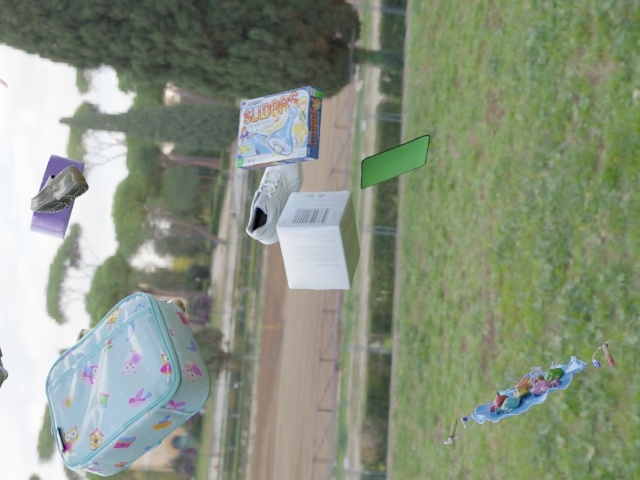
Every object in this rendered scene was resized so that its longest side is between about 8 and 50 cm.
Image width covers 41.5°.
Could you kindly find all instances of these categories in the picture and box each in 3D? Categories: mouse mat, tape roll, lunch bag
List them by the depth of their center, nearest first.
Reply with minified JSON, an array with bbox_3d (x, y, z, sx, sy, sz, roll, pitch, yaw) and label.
[{"bbox_3d":[-0.324,0.230,1.367,0.108,0.279,0.224,30,-154,-53],"label":"lunch bag"},{"bbox_3d":[-0.614,-0.102,1.973,0.189,0.080,0.189,-164,90,-76],"label":"tape roll"},{"bbox_3d":[0.186,-0.196,2.128,0.153,0.189,0.007,88,158,-64],"label":"mouse mat"}]

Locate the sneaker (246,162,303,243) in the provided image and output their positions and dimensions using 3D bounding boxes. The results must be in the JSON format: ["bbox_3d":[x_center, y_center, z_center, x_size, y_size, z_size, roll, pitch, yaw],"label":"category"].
[{"bbox_3d":[-0.134,-0.133,2.447,0.129,0.111,0.297,6,-83,-67],"label":"sneaker"}]

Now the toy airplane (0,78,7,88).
[{"bbox_3d":[-0.732,-0.384,1.806,0.028,0.151,0.151,-57,3,-9],"label":"toy airplane"}]

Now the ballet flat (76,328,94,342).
[{"bbox_3d":[-0.456,0.235,1.695,0.280,0.095,0.096,-112,23,-70],"label":"ballet flat"}]

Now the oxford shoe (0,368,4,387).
[{"bbox_3d":[-0.693,0.302,1.492,0.123,0.348,0.130,66,-152,-20],"label":"oxford shoe"}]

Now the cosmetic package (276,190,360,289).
[{"bbox_3d":[0.000,0.000,1.982,0.151,0.151,0.184,-70,-25,-53],"label":"cosmetic package"}]

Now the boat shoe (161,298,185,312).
[{"bbox_3d":[-0.277,0.130,1.574,0.153,0.056,0.048,172,110,-78],"label":"boat shoe"}]

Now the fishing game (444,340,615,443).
[{"bbox_3d":[0.299,0.211,1.231,0.041,0.264,0.189,61,-165,4],"label":"fishing game"}]

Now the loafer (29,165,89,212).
[{"bbox_3d":[-0.462,-0.089,1.497,0.056,0.148,0.050,7,-114,-54],"label":"loafer"}]

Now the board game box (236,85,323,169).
[{"bbox_3d":[-0.082,-0.214,1.637,0.201,0.035,0.136,-4,79,44],"label":"board game box"}]

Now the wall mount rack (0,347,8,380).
[{"bbox_3d":[-0.766,0.157,1.688,0.130,0.304,0.350,-37,-41,-41],"label":"wall mount rack"}]
